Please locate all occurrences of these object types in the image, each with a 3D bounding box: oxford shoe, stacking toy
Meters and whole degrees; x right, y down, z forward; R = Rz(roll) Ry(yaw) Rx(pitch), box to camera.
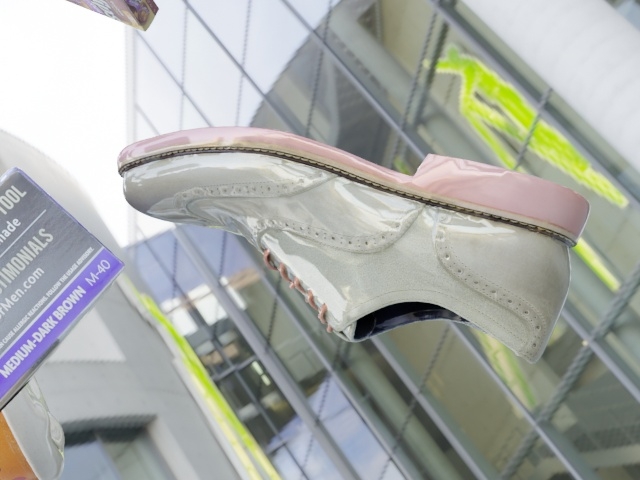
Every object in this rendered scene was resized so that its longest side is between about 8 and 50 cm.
[{"bbox_3d":[0.000,0.000,0.804,0.140,0.397,0.146,26,-105,-65],"label":"oxford shoe"},{"bbox_3d":[-0.678,0.311,1.597,0.480,0.350,0.350,-24,-29,-13],"label":"stacking toy"}]

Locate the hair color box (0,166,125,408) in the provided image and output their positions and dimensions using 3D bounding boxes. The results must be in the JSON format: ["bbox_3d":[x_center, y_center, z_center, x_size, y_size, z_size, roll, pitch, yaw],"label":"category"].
[{"bbox_3d":[-0.259,0.066,0.801,0.185,0.110,0.339,-49,5,-13],"label":"hair color box"}]

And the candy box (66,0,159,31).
[{"bbox_3d":[-0.366,-0.414,1.647,0.053,0.187,0.109,-63,-19,-13],"label":"candy box"}]
